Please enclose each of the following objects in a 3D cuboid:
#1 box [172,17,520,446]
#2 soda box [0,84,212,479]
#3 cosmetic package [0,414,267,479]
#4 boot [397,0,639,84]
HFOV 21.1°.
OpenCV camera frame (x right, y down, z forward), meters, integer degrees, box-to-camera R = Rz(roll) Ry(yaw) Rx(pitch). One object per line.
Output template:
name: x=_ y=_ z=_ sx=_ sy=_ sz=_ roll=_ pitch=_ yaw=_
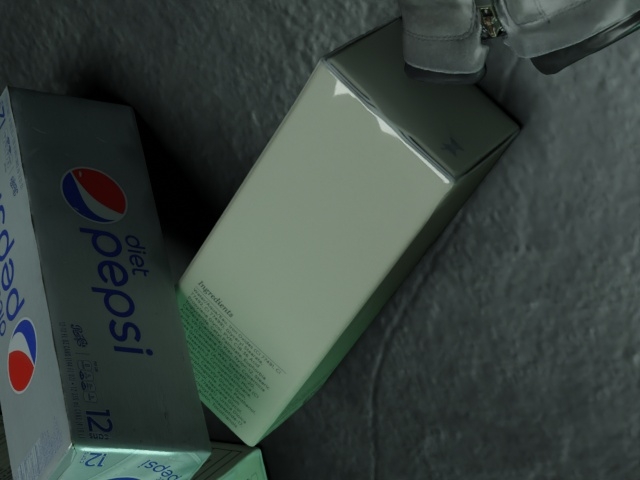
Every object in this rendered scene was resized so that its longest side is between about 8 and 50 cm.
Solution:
box: x=0.000 y=0.000 z=1.082 sx=0.113 sy=0.094 sz=0.275 roll=44 pitch=130 yaw=8
soda box: x=-0.156 y=0.038 z=1.112 sx=0.091 sy=0.098 sz=0.286 roll=-52 pitch=43 yaw=40
cosmetic package: x=-0.191 y=0.227 z=1.295 sx=0.296 sy=0.153 sz=0.129 roll=4 pitch=114 yaw=35
boot: x=0.141 y=-0.215 z=0.877 sx=0.338 sy=0.118 sz=0.223 roll=-14 pitch=108 yaw=50
